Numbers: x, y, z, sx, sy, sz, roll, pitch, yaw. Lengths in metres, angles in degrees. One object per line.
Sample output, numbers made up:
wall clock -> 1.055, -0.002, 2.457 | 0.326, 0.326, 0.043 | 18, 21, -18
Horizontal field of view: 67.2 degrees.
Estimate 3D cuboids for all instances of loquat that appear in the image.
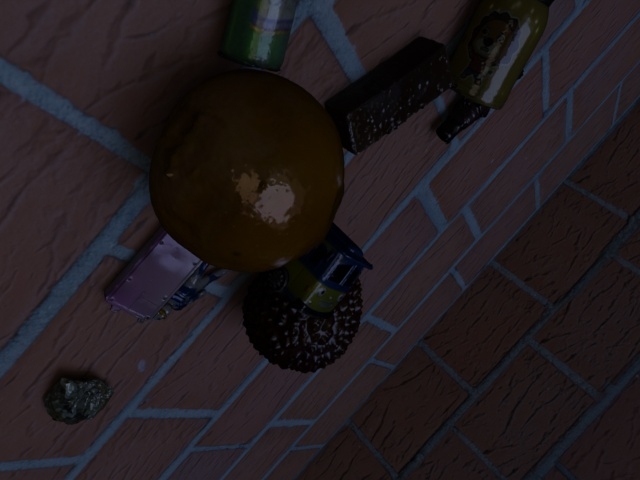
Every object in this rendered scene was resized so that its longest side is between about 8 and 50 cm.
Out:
loquat -> -0.110, -0.105, 0.775 | 0.328, 0.328, 0.329 | -31, 145, -24

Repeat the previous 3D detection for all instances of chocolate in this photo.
chocolate -> -0.067, -0.405, 0.705 | 0.110, 0.110, 0.291 | -11, 131, -44
chocolate -> 0.157, -0.328, 1.063 | 0.321, 0.112, 0.112 | -37, 138, -15

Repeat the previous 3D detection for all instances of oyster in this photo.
oyster -> -0.519, 0.343, 1.033 | 0.125, 0.064, 0.177 | -48, 151, -6

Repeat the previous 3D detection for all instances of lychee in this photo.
lychee -> -0.038, 0.170, 1.200 | 0.306, 0.306, 0.330 | 1, 129, -51

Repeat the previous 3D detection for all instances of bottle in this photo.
bottle -> 0.435, -0.506, 1.132 | 0.171, 0.171, 0.351 | -9, 131, -45

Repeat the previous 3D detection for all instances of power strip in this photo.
power strip -> -0.299, 0.038, 0.945 | 0.279, 0.037, 0.109 | -48, 127, 2

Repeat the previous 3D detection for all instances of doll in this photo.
doll -> -0.295, 0.111, 1.048 | 0.227, 0.057, 0.114 | -37, 151, -19

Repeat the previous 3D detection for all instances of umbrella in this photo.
umbrella -> 0.446, -0.394, 1.343 | 0.326, 0.090, 0.094 | -45, 152, -2

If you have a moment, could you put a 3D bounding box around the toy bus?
toy bus -> -0.049, 0.012, 1.010 | 0.175, 0.288, 0.138 | -50, 149, 8
